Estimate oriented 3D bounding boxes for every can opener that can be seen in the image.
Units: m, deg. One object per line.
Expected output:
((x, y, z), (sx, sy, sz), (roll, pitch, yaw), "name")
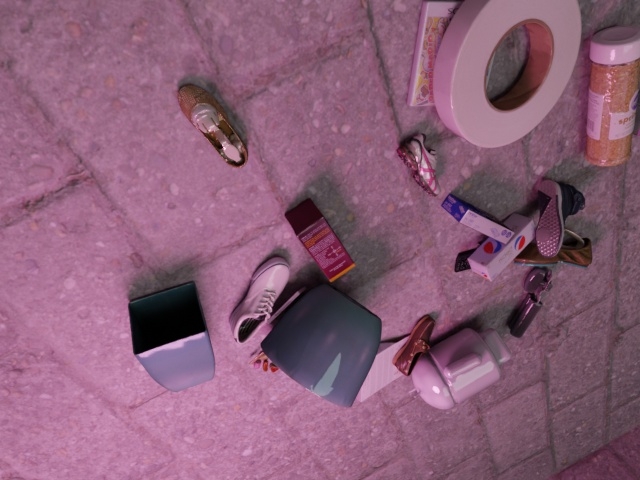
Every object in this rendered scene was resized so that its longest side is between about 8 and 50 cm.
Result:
((0.726, 0.211, 1.742), (0.093, 0.074, 0.280), (18, 117, 6), "can opener")

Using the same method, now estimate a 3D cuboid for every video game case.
((0.310, -0.426, 1.147), (0.206, 0.026, 0.227), (-8, 125, -18), "video game case")
((-0.091, 0.175, 1.352), (0.122, 0.087, 0.011), (-45, 85, 10), "video game case")

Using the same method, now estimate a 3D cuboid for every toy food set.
((-0.158, 0.361, 1.484), (0.078, 0.019, 0.122), (-41, 136, 7), "toy food set")

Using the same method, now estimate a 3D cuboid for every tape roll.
((0.436, -0.409, 1.156), (0.392, 0.072, 0.392), (-16, 128, -22), "tape roll")

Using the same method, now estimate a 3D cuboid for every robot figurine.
((0.457, 0.431, 1.679), (0.353, 0.199, 0.300), (-29, 157, -4), "robot figurine")

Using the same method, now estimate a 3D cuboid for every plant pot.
((-0.353, 0.260, 1.247), (0.165, 0.165, 0.234), (-17, 135, -12), "plant pot")
((0.026, 0.258, 1.333), (0.293, 0.293, 0.235), (35, 89, -37), "plant pot")

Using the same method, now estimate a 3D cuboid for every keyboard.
((0.509, 0.048, 1.547), (0.192, 0.038, 0.100), (-15, 126, -15), "keyboard")

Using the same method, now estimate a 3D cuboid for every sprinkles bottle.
((0.774, -0.373, 1.324), (0.121, 0.121, 0.355), (-26, 129, -6), "sprinkles bottle")

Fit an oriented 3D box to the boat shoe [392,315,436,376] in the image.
((0.320, 0.346, 1.629), (0.073, 0.073, 0.207), (22, 101, -42), "boat shoe")

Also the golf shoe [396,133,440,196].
((0.270, -0.186, 1.266), (0.086, 0.067, 0.186), (-39, 128, 3), "golf shoe")

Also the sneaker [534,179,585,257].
((0.717, -0.060, 1.486), (0.163, 0.086, 0.226), (2, 91, -38), "sneaker")

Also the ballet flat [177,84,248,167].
((-0.212, -0.229, 1.028), (0.073, 0.067, 0.206), (-38, 128, 6), "ballet flat")

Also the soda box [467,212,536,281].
((0.541, 0.018, 1.482), (0.216, 0.074, 0.069), (-42, 127, -13), "soda box")

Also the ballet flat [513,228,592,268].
((0.752, 0.021, 1.599), (0.342, 0.116, 0.124), (3, 100, -26), "ballet flat")

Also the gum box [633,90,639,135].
((0.963, -0.393, 1.427), (0.107, 0.062, 0.188), (1, 122, -24), "gum box")

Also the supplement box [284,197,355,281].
((0.000, 0.000, 1.251), (0.081, 0.104, 0.188), (-34, 129, 1), "supplement box")

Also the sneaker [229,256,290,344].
((-0.151, 0.164, 1.305), (0.094, 0.091, 0.258), (19, 113, -32), "sneaker")

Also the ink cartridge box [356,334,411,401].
((0.206, 0.412, 1.667), (0.232, 0.066, 0.189), (-27, 132, -32), "ink cartridge box")

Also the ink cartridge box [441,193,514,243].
((0.444, -0.060, 1.407), (0.207, 0.097, 0.046), (19, 113, -33), "ink cartridge box")
